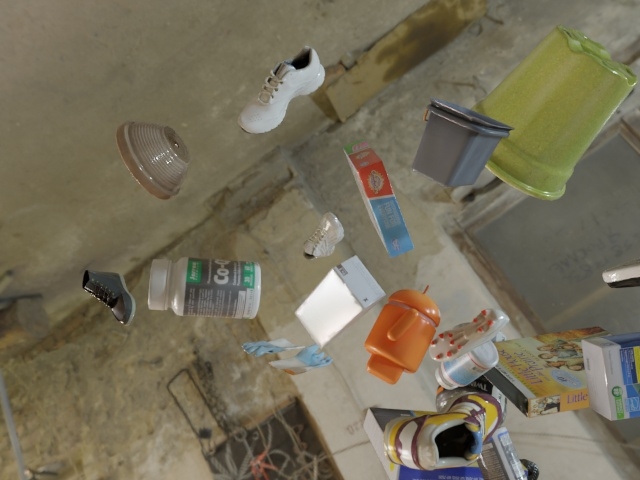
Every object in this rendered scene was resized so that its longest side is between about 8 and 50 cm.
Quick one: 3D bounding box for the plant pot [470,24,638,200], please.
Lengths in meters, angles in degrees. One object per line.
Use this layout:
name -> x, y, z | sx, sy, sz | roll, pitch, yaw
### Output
plant pot -> 0.457, -0.264, 1.032 | 0.276, 0.276, 0.254 | -10, 145, -42

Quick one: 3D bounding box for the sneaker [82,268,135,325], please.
sneaker -> -0.646, 0.174, 1.580 | 0.118, 0.222, 0.083 | 19, 110, -45

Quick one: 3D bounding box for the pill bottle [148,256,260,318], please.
pill bottle -> -0.398, 0.163, 1.805 | 0.361, 0.204, 0.204 | 5, 146, -14

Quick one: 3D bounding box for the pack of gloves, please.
pack of gloves -> -0.083, 0.290, 1.403 | 0.232, 0.195, 0.046 | 8, 98, -61

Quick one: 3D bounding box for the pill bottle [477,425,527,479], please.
pill bottle -> 0.348, 0.438, 1.007 | 0.078, 0.137, 0.078 | -15, 158, -6

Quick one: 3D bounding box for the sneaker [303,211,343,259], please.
sneaker -> 0.000, 0.000, 1.705 | 0.115, 0.090, 0.232 | -29, 156, -29

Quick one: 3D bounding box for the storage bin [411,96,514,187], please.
storage bin -> 0.170, -0.123, 0.668 | 0.135, 0.098, 0.091 | -11, 129, -56

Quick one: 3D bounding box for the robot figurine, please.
robot figurine -> 0.179, 0.198, 1.129 | 0.158, 0.128, 0.219 | 42, 71, -37

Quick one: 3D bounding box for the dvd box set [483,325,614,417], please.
dvd box set -> 0.674, 0.345, 1.431 | 0.420, 0.062, 0.307 | -7, -166, -9

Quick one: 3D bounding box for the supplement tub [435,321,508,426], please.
supplement tub -> 0.471, 0.441, 1.615 | 0.207, 0.207, 0.338 | -57, -173, 46

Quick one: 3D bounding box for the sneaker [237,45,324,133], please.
sneaker -> -0.116, -0.410, 1.402 | 0.297, 0.111, 0.129 | -47, 162, -10

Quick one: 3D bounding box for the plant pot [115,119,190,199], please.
plant pot -> -0.439, -0.239, 1.436 | 0.110, 0.237, 0.237 | -28, 158, 11

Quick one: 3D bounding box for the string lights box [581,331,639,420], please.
string lights box -> 0.626, 0.233, 0.949 | 0.260, 0.133, 0.077 | -8, -179, -1

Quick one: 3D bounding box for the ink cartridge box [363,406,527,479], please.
ink cartridge box -> 0.282, 0.478, 1.150 | 0.304, 0.307, 0.072 | 10, 98, -14

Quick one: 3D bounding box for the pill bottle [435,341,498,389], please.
pill bottle -> 0.354, 0.303, 1.281 | 0.087, 0.087, 0.160 | -13, 150, -38

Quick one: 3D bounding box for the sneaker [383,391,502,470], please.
sneaker -> 0.164, 0.221, 0.595 | 0.185, 0.069, 0.084 | -6, 176, -35

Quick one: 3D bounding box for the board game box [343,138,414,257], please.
board game box -> 0.146, -0.123, 1.381 | 0.064, 0.242, 0.316 | -22, -160, 4

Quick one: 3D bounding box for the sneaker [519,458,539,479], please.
sneaker -> 0.626, 0.825, 1.735 | 0.227, 0.087, 0.130 | -55, 178, -12

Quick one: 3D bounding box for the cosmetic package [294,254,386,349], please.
cosmetic package -> 0.040, 0.147, 1.204 | 0.085, 0.117, 0.231 | -26, 164, -40

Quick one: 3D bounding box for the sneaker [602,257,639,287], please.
sneaker -> 0.547, 0.075, 0.768 | 0.217, 0.121, 0.079 | -17, 178, 30

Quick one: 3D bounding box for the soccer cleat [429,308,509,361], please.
soccer cleat -> 0.325, 0.213, 1.143 | 0.076, 0.068, 0.196 | 17, 134, -38
